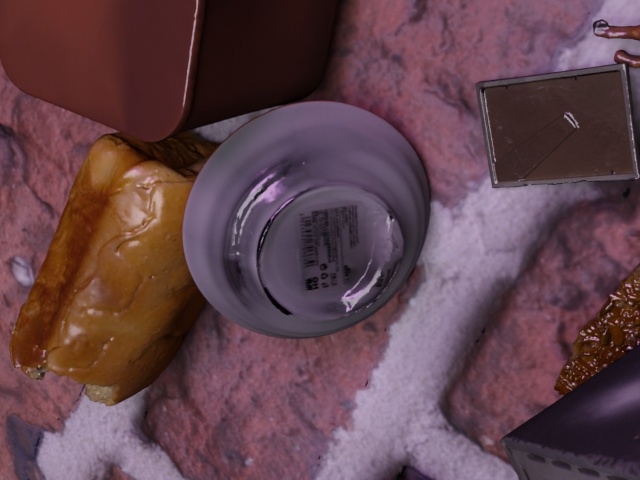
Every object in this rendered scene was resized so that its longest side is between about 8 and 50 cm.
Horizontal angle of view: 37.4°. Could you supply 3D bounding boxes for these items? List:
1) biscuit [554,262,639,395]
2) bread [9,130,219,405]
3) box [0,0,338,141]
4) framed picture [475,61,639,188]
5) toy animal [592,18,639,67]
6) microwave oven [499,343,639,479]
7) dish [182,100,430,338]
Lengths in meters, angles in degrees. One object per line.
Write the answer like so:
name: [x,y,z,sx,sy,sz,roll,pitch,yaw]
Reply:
biscuit: [0.327,0.100,0.931,0.126,0.025,0.206,33,117,10]
bread: [-0.204,0.039,1.053,0.149,0.195,0.344,44,120,28]
box: [-0.121,-0.290,0.867,0.239,0.229,0.339,23,115,29]
framed picture: [0.225,-0.107,0.904,0.149,0.011,0.109,-1,106,35]
toy animal: [0.332,-0.262,0.787,0.229,0.066,0.224,-9,101,36]
microwave oven: [0.399,0.282,0.753,0.432,0.374,0.236,62,162,-5]
dish: [0.000,0.000,0.929,0.260,0.085,0.260,-6,115,-14]
